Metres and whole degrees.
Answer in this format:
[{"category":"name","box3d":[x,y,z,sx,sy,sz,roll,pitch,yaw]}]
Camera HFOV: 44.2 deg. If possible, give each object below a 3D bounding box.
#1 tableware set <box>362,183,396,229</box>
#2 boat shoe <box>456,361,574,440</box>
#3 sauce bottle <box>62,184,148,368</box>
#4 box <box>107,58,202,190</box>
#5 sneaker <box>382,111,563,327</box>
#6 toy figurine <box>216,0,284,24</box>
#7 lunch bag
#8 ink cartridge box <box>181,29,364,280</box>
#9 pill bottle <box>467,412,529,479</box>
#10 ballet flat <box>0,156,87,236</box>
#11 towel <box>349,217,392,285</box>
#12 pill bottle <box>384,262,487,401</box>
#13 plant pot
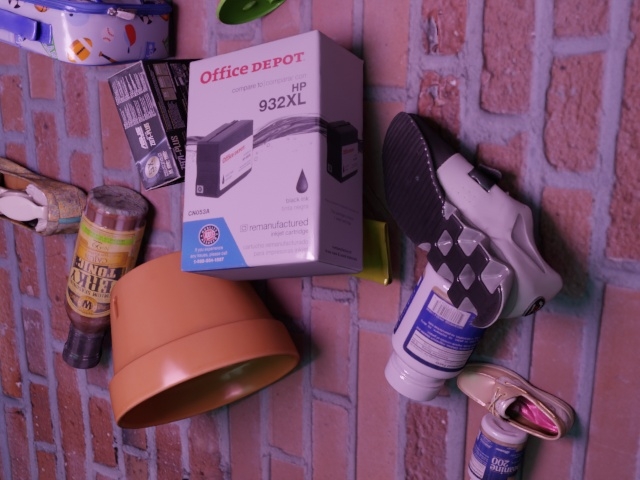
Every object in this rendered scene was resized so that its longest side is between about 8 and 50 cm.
[{"category":"tableware set","box3d":[0.008,-0.060,1.173,0.128,0.039,0.194,-38,83,32]},{"category":"boat shoe","box3d":[0.262,0.221,1.085,0.170,0.059,0.063,21,112,24]},{"category":"sauce bottle","box3d":[-0.391,0.075,1.402,0.111,0.111,0.344,28,116,21]},{"category":"box","box3d":[-0.225,-0.181,1.215,0.077,0.147,0.180,-16,95,32]},{"category":"sneaker","box3d":[0.194,-0.037,1.038,0.330,0.146,0.122,64,146,28]},{"category":"toy figurine","box3d":[-0.104,-0.418,1.106,0.173,0.130,0.159,-29,84,10]},{"category":"lunch bag","box3d":[-0.392,-0.346,1.213,0.303,0.243,0.115,19,112,26]},{"category":"ink cartridge box","box3d":[-0.065,-0.107,1.091,0.223,0.129,0.307,-5,78,31]},{"category":"pill bottle","box3d":[0.247,0.309,1.113,0.067,0.067,0.120,21,112,25]},{"category":"ballet flat","box3d":[-0.582,-0.083,1.469,0.348,0.123,0.123,16,110,27]},{"category":"towel","box3d":[0.000,0.000,1.173,0.237,0.021,0.102,13,124,36]},{"category":"pill bottle","box3d":[0.162,0.125,1.088,0.112,0.112,0.187,33,117,19]},{"category":"plant pot","box3d":[-0.203,0.145,1.227,0.291,0.291,0.203,-35,68,32]}]
